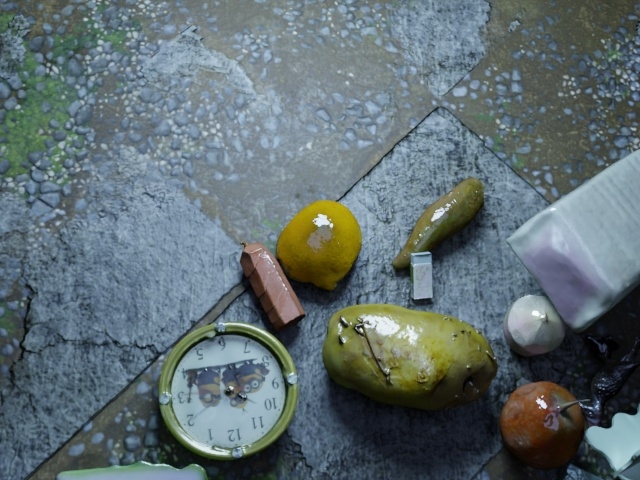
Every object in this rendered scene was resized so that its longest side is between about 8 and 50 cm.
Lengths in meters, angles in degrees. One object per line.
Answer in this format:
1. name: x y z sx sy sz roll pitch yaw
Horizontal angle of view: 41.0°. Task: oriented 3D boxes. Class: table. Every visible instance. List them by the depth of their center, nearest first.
1. table: 0.543 0.352 1.410 0.198 0.166 0.166 -13 70 -36

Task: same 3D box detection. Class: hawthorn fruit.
1. hawthorn fruit: 0.371 0.297 1.437 0.149 0.189 0.149 -8 46 8

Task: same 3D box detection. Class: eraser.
1. eraser: -0.264 0.389 1.258 0.210 0.274 0.092 -1 68 -9
2. eraser: 0.183 0.064 1.555 0.038 0.019 0.083 -4 102 -10

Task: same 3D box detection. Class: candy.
1. candy: 0.519 -0.009 1.536 0.359 0.145 0.208 -27 75 -37

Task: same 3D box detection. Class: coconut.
1. coconut: 0.380 0.147 1.515 0.110 0.124 0.110 2 71 -6

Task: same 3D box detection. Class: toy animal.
1. toy animal: 0.514 0.246 1.528 0.105 0.070 0.202 11 70 44

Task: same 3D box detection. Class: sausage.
1. sausage: -0.091 0.075 1.514 0.065 0.065 0.169 -25 76 -16

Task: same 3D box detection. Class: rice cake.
1. rice cake: 0.524 0.453 1.463 0.245 0.045 0.042 29 68 4

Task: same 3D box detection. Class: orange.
1. orange: 0.000 0.000 1.534 0.160 0.112 0.169 -9 59 -10

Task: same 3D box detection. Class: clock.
1. clock: -0.154 0.254 1.441 0.237 0.057 0.237 2 70 -5

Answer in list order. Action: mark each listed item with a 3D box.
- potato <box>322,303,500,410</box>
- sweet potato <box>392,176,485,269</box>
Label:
1. potato: 0.154 0.201 1.456 0.300 0.140 0.173 12 62 -2
2. sweet potato: 0.225 -0.030 1.589 0.077 0.077 0.244 43 68 9
